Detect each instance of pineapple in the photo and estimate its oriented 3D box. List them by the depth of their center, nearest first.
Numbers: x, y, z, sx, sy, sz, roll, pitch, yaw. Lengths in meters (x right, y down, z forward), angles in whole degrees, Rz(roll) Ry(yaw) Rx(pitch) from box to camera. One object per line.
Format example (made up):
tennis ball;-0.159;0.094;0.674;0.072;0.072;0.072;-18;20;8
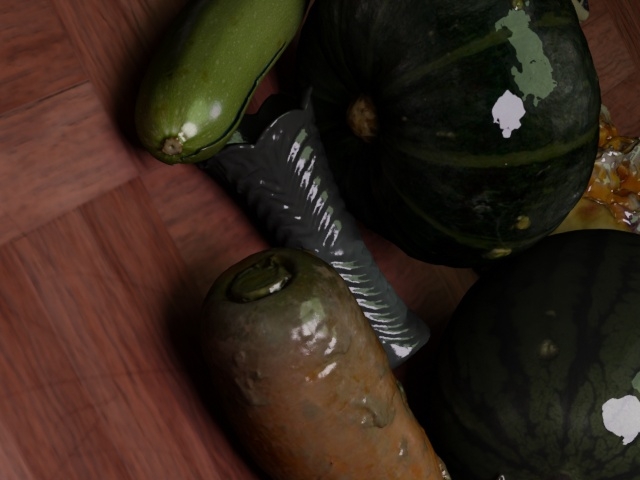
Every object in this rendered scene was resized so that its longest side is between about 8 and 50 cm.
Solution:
pineapple;0.275;-0.077;1.725;0.344;0.209;0.286;44;40;-27

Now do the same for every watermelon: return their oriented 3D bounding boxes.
watermelon;0.229;0.139;1.467;0.279;0.279;0.359;59;28;-10

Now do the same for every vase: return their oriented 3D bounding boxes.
vase;0.000;0.000;1.408;0.237;0.115;0.115;60;34;-16

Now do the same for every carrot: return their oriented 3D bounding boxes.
carrot;0.011;0.146;1.304;0.302;0.139;0.138;62;33;-19

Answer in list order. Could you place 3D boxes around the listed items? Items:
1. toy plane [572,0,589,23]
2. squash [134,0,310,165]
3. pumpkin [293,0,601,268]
toy plane;0.203;-0.314;1.877;0.244;0.092;0.229;43;38;-29
squash;-0.076;-0.168;1.411;0.094;0.094;0.341;51;38;-21
pumpkin;0.111;-0.123;1.453;0.207;0.300;0.300;-15;82;-33
